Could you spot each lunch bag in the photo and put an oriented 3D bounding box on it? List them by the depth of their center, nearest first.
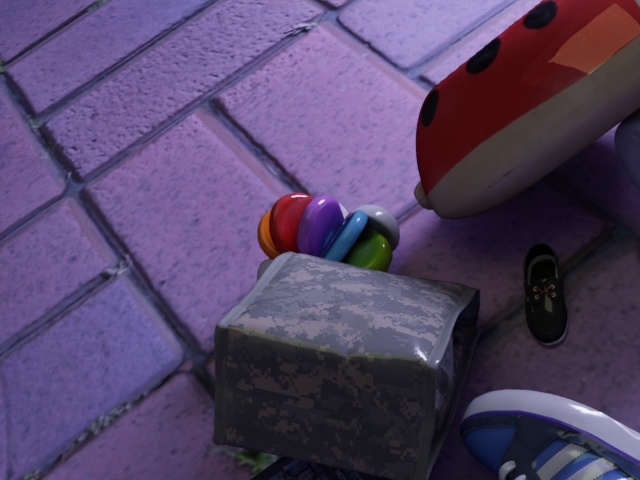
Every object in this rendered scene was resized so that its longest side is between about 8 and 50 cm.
[{"bbox_3d":[0.038,0.117,1.306,0.235,0.168,0.287,9,24,15],"label":"lunch bag"}]

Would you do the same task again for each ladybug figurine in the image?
[{"bbox_3d":[0.277,-0.194,1.426,0.449,0.162,0.305,-38,2,16],"label":"ladybug figurine"}]

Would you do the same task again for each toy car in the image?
[{"bbox_3d":[0.000,0.000,1.507,0.182,0.136,0.159,10,54,36],"label":"toy car"}]

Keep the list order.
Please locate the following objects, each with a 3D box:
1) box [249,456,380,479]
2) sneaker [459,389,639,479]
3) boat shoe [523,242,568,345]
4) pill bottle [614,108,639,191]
[{"bbox_3d":[0.001,0.318,1.242,0.183,0.059,0.232,-36,40,-8],"label":"box"},{"bbox_3d":[0.221,0.283,1.097,0.323,0.130,0.236,18,55,34],"label":"sneaker"},{"bbox_3d":[0.254,0.061,1.376,0.049,0.042,0.133,-11,45,17],"label":"boat shoe"},{"bbox_3d":[0.483,-0.154,1.377,0.272,0.152,0.152,-39,42,-10],"label":"pill bottle"}]
